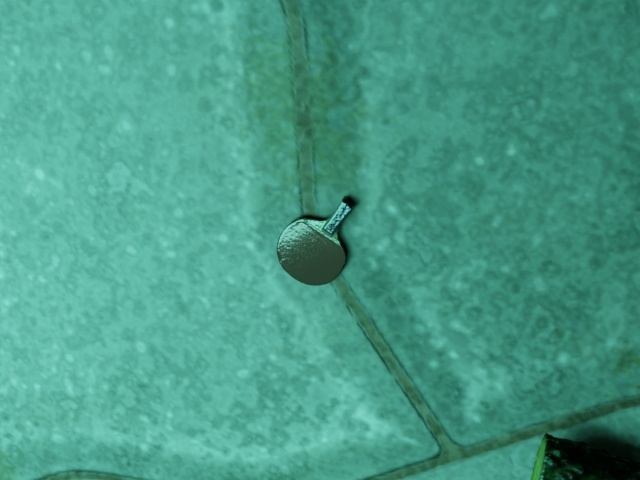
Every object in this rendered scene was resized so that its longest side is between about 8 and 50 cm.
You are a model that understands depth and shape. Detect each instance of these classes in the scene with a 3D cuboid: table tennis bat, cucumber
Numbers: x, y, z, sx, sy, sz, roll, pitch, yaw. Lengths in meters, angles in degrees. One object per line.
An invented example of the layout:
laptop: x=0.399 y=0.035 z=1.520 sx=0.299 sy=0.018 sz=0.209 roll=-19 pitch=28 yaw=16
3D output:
table tennis bat: x=0.000 y=0.000 z=1.052 sx=0.050 sy=0.007 sz=0.083 roll=36 pitch=129 yaw=-2
cucumber: x=0.282 y=0.211 z=1.034 sx=0.293 sy=0.067 sz=0.067 roll=22 pitch=126 yaw=4
